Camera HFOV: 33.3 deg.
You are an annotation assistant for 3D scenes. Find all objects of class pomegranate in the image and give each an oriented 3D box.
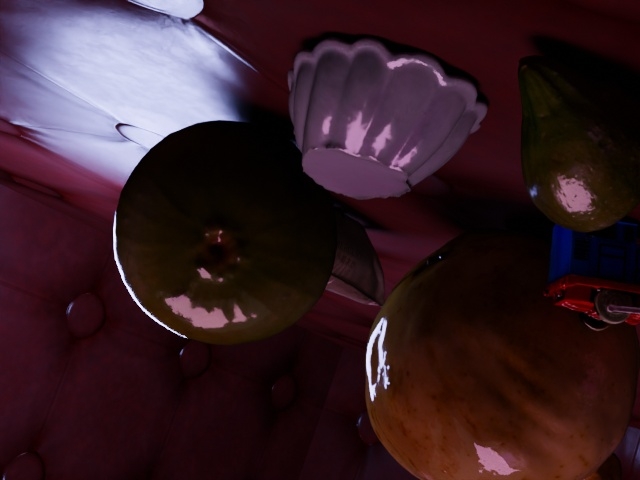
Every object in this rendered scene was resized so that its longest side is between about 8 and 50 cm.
[{"bbox_3d":[0.262,0.189,1.439,0.410,0.410,0.410,19,170,3],"label":"pomegranate"}]

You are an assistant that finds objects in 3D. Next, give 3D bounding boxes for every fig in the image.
[{"bbox_3d":[-0.123,-0.019,1.433,0.316,0.316,0.316,19,170,3],"label":"fig"},{"bbox_3d":[0.206,-0.085,0.882,0.156,0.123,0.123,37,164,-21],"label":"fig"}]

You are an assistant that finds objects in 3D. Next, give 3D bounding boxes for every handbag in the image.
[{"bbox_3d":[0.000,0.000,1.725,0.270,0.117,0.182,30,-153,-45],"label":"handbag"}]

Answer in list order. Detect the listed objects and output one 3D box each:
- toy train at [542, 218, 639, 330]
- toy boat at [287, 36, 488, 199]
[{"bbox_3d":[0.372,0.044,1.260,0.204,0.131,0.083,9,166,-6],"label":"toy train"},{"bbox_3d":[0.048,-0.111,1.092,0.199,0.100,0.290,22,168,-10],"label":"toy boat"}]
